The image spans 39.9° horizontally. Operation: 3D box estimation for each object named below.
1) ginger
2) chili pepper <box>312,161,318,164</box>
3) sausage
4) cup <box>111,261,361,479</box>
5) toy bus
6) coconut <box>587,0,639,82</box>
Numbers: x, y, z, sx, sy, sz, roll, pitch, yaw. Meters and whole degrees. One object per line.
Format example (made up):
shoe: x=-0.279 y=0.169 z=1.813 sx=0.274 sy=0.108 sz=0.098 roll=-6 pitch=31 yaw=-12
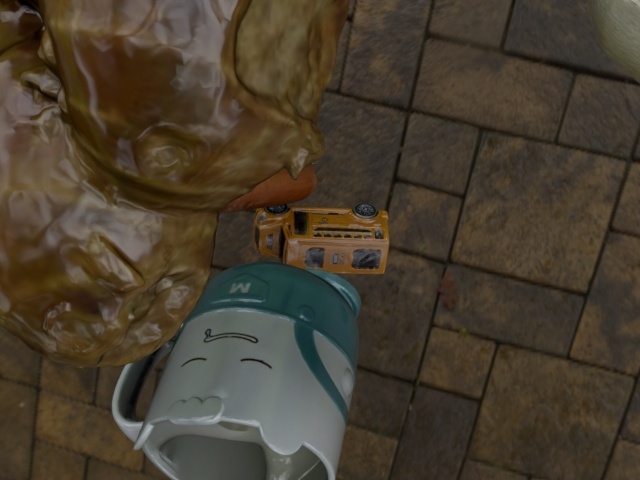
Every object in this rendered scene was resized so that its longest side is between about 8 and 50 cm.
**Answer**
ginger: x=-0.114 y=-0.119 z=0.481 sx=0.274 sy=0.152 sz=0.357 roll=49 pitch=121 yaw=26
chili pepper: x=-0.132 y=-0.135 z=1.377 sx=0.268 sy=0.050 sz=0.059 roll=9 pitch=69 yaw=16
sausage: x=-0.087 y=-0.080 z=1.207 sx=0.076 sy=0.198 sz=0.076 roll=12 pitch=108 yaw=42
cup: x=-0.101 y=0.166 z=1.027 sx=0.290 sy=0.257 sz=0.219 roll=-4 pitch=135 yaw=21
toy bus: x=0.000 y=0.000 z=1.276 sx=0.195 sy=0.088 sz=0.083 roll=1 pitch=131 yaw=-4
coconut: x=0.451 y=-0.258 z=0.845 sx=0.360 sy=0.346 sz=0.346 roll=45 pitch=112 yaw=12
